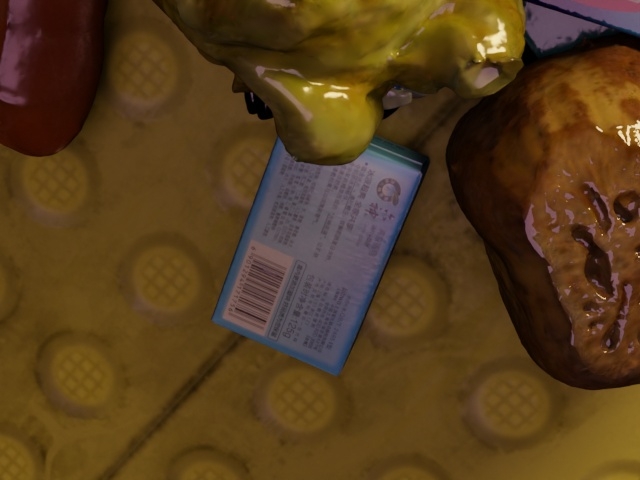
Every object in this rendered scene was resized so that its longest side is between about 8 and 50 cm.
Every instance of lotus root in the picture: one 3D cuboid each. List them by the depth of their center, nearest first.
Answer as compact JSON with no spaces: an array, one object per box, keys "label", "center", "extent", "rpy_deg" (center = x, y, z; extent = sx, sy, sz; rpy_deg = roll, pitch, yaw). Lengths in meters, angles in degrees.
[{"label":"lotus root","center":[0.268,-0.024,0.905],"extent":[0.316,0.250,0.316],"rpy_deg":[2,112,5]}]

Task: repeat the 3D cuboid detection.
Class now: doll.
[{"label":"doll","center":[0.030,-0.141,1.000],"extent":[0.195,0.096,0.070],"rpy_deg":[-10,114,-17]}]

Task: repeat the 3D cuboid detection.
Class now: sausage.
[{"label":"sausage","center":[-0.273,-0.207,1.045],"extent":[0.133,0.133,0.258],"rpy_deg":[14,107,8]}]

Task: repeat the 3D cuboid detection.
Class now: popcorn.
[{"label":"popcorn","center":[-0.004,-0.246,0.856],"extent":[0.274,0.335,0.279],"rpy_deg":[-43,129,3]}]

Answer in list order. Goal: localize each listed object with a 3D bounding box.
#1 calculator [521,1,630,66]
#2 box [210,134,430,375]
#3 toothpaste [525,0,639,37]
[{"label":"calculator","center":[0.250,-0.275,0.952],"extent":[0.248,0.058,0.274],"rpy_deg":[-39,95,20]},{"label":"box","center":[0.000,0.000,1.070],"extent":[0.143,0.083,0.232],"rpy_deg":[23,108,6]},{"label":"toothpaste","center":[0.312,-0.191,0.888],"extent":[0.321,0.076,0.066],"rpy_deg":[19,113,8]}]
